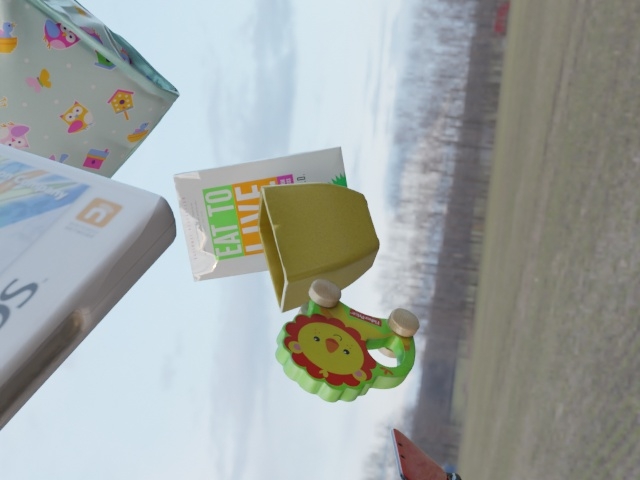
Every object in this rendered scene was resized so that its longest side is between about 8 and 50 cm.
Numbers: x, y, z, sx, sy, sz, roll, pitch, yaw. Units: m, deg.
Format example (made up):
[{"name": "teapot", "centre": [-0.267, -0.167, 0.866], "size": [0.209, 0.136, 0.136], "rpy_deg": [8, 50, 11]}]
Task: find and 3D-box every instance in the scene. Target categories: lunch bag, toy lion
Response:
[{"name": "lunch bag", "centre": [-0.326, -0.172, 1.153], "size": [0.223, 0.262, 0.160], "rpy_deg": [-47, 32, 9]}, {"name": "toy lion", "centre": [0.019, 0.076, 0.679], "size": [0.096, 0.100, 0.034], "rpy_deg": [-83, 17, -53]}]

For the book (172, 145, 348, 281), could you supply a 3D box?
[{"name": "book", "centre": [-0.045, -0.022, 0.838], "size": [0.035, 0.144, 0.096], "rpy_deg": [-76, -24, -83]}]

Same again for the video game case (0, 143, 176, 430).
[{"name": "video game case", "centre": [-0.290, 0.036, 0.496], "size": [0.300, 0.329, 0.036], "rpy_deg": [-52, -32, -36]}]

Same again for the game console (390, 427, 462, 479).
[{"name": "game console", "centre": [0.101, 0.269, 0.951], "size": [0.144, 0.085, 0.124], "rpy_deg": [-86, 7, -82]}]

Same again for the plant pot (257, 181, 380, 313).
[{"name": "plant pot", "centre": [0.000, 0.000, 0.777], "size": [0.081, 0.083, 0.081], "rpy_deg": [104, 151, -67]}]
